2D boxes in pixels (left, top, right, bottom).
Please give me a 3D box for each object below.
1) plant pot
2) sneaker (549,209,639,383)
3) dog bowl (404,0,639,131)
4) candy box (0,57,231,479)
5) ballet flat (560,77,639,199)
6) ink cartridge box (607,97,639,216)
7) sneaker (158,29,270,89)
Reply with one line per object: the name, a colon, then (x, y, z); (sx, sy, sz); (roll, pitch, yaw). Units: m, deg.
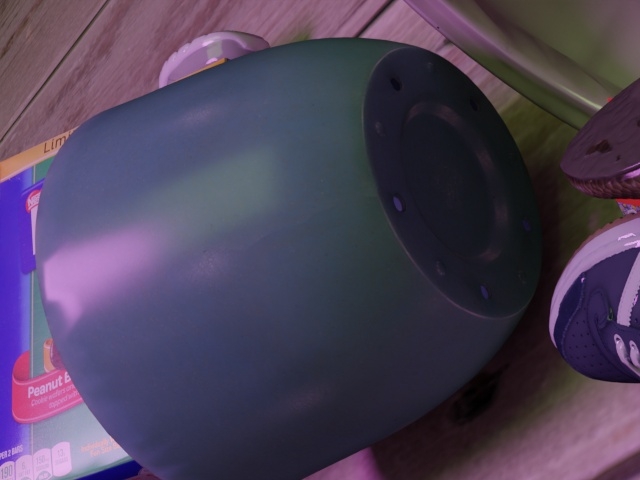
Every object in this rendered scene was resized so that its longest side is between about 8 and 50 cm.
plant pot: (0.000, 0.000, 0.991); (0.235, 0.293, 0.293); (-25, 47, 36)
sneaker: (0.191, 0.061, 0.711); (0.282, 0.099, 0.153); (-32, 35, 57)
dog bowl: (0.151, -0.202, 0.755); (0.150, 0.408, 0.408); (-51, 24, -9)
candy box: (-0.135, 0.045, 1.239); (0.268, 0.122, 0.317); (-22, 58, 31)
ballet flat: (0.188, -0.045, 0.673); (0.084, 0.058, 0.250); (-53, 16, -15)
ink cartridge box: (0.190, -0.022, 0.824); (0.029, 0.115, 0.063); (-38, 21, -15)
sneaker: (-0.123, -0.097, 1.528); (0.281, 0.105, 0.115); (-52, 44, 42)
